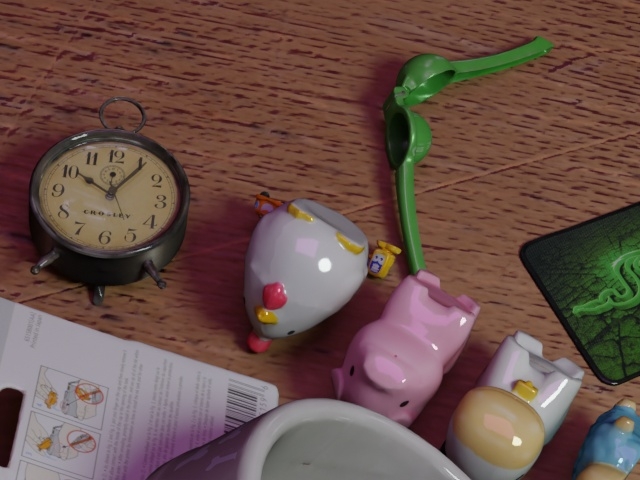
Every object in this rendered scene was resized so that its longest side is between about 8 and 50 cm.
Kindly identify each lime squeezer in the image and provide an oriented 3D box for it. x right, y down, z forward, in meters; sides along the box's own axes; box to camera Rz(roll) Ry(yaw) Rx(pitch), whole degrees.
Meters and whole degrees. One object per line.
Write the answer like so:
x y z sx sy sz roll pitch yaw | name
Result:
0.100 -0.094 1.669 0.110 0.059 0.310 42 52 -17 | lime squeezer

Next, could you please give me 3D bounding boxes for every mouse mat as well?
0.281 0.035 1.627 0.190 0.007 0.152 -19 60 -22 | mouse mat

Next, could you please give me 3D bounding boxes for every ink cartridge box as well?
-0.152 0.173 1.348 0.239 0.060 0.275 18 34 -11 | ink cartridge box

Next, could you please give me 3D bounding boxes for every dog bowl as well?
0.035 0.254 1.261 0.349 0.102 0.349 35 29 -22 | dog bowl

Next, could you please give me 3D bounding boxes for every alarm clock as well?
-0.171 -0.041 1.572 0.129 0.064 0.192 7 57 -4 | alarm clock

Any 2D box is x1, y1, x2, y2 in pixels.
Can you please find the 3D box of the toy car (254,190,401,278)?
0.000 0.000 1.578 0.122 0.060 0.040 23 87 15 | toy car

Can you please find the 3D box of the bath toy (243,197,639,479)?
0.077 0.103 1.482 0.348 0.129 0.151 34 13 12 | bath toy
